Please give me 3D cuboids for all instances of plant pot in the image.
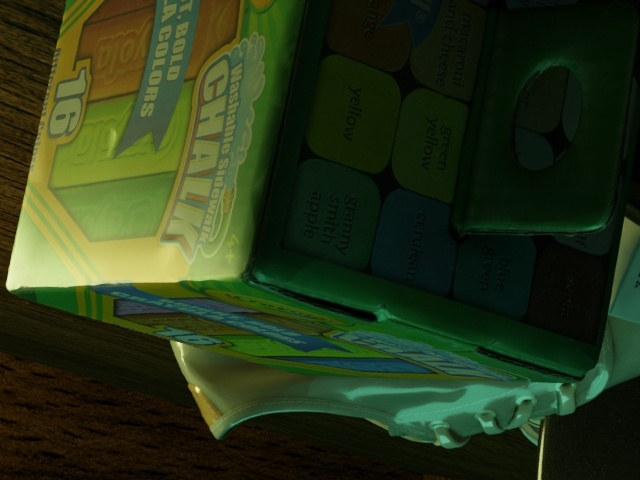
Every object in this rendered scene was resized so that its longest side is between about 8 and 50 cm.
[{"bbox_3d":[0.255,0.186,1.281,0.188,0.167,0.187,12,157,35],"label":"plant pot"}]

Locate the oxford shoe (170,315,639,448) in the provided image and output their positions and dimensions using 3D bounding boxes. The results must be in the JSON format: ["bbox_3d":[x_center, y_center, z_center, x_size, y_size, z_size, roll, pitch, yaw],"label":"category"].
[{"bbox_3d":[0.116,0.074,1.194,0.449,0.130,0.169,-3,175,3],"label":"oxford shoe"}]

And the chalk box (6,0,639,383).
[{"bbox_3d":[0.016,-0.044,0.761,0.179,0.180,0.289,18,167,-31],"label":"chalk box"}]

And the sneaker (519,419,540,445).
[{"bbox_3d":[0.324,0.169,1.837,0.261,0.104,0.125,3,150,22],"label":"sneaker"}]

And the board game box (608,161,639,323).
[{"bbox_3d":[0.243,0.019,0.982,0.305,0.053,0.193,17,-166,-25],"label":"board game box"}]
